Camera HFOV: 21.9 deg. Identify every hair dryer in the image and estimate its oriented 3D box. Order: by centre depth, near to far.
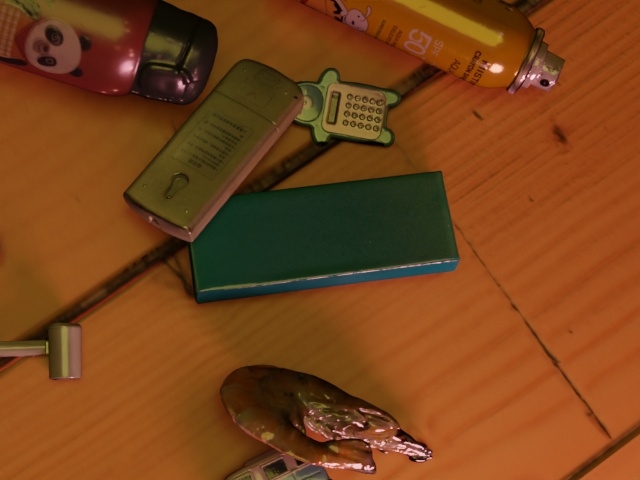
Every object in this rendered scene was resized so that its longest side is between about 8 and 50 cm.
[{"bbox_3d":[-0.328,0.126,1.840,0.124,0.038,0.063,-2,82,-2],"label":"hair dryer"}]

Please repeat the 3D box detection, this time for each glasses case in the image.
[{"bbox_3d":[0.000,-0.001,1.883,0.301,0.070,0.117,-7,71,-6],"label":"glasses case"}]

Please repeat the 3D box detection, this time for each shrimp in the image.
[{"bbox_3d":[0.010,0.205,1.819,0.254,0.145,0.059,26,114,-4],"label":"shrimp"}]

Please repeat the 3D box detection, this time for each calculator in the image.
[{"bbox_3d":[0.022,-0.154,1.931,0.141,0.019,0.094,10,83,-6],"label":"calculator"}]

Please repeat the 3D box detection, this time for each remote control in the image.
[{"bbox_3d":[-0.117,-0.105,1.867,0.098,0.038,0.233,30,65,20],"label":"remote control"}]

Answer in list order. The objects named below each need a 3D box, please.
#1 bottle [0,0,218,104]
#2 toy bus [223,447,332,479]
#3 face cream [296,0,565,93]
[{"bbox_3d":[-0.280,-0.248,1.846,0.336,0.144,0.144,17,80,-5],"label":"bottle"},{"bbox_3d":[-0.054,0.273,1.838,0.123,0.060,0.075,-24,81,-12],"label":"toy bus"},{"bbox_3d":[0.120,-0.265,1.917,0.349,0.105,0.105,25,79,-3],"label":"face cream"}]
